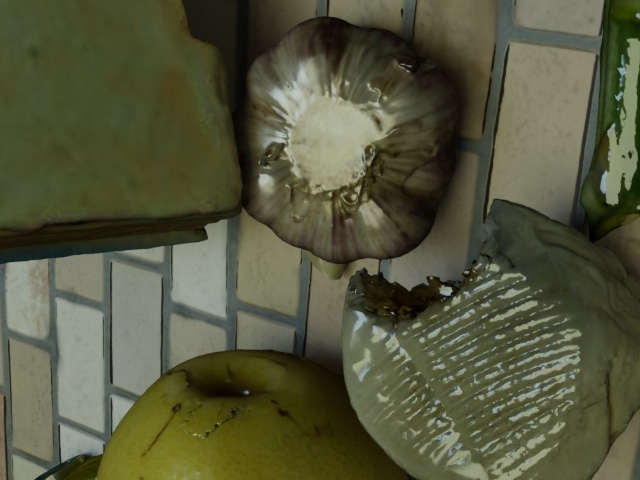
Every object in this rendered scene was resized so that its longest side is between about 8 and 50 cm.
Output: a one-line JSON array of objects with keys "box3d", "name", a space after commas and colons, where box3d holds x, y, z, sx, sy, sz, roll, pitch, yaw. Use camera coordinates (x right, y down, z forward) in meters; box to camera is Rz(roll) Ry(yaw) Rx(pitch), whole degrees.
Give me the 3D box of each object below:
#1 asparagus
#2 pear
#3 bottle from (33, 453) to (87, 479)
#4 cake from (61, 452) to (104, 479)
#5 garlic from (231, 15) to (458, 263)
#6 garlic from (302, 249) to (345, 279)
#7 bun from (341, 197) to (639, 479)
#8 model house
[{"box3d": [0.274, -0.158, 0.835, 0.085, 0.082, 0.342, -147, 54, -62], "name": "asparagus"}, {"box3d": [-0.069, 0.287, 1.025, 0.348, 0.348, 0.348, 10, 109, 29], "name": "pear"}, {"box3d": [-0.306, 0.447, 1.366, 0.082, 0.082, 0.286, -27, 90, 34], "name": "bottle"}, {"box3d": [-0.297, 0.396, 1.249, 0.260, 0.156, 0.179, -37, 93, -4], "name": "cake"}, {"box3d": [0.027, -0.096, 0.962, 0.245, 0.160, 0.244, 1, 95, 13], "name": "garlic"}, {"box3d": [-0.001, 0.001, 1.072, 0.083, 0.041, 0.053, 43, 135, 23], "name": "garlic"}, {"box3d": [0.176, 0.107, 0.898, 0.282, 0.205, 0.281, 4, 97, 32], "name": "bun"}, {"box3d": [-0.292, -0.172, 0.988, 0.343, 0.335, 0.381, 170, 94, -68], "name": "model house"}]
